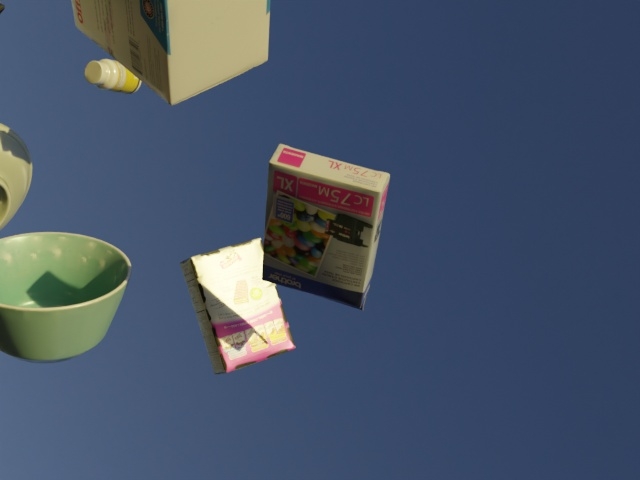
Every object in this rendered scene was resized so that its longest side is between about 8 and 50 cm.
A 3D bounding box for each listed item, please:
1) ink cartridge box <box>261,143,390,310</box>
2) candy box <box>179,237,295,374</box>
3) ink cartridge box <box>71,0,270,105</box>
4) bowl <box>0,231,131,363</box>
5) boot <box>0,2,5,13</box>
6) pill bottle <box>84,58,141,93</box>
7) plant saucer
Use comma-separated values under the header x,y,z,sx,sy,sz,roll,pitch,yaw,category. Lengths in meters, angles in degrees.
x,y,z,sx,sy,sz,roll,pitch,yaw,category
0.000,0.000,1.454,0.186,0.065,0.311,16,-45,10,ink cartridge box
-0.163,0.128,1.724,0.071,0.159,0.233,-21,-94,60,candy box
-0.202,-0.329,1.149,0.233,0.168,0.171,40,-34,27,ink cartridge box
-0.522,0.122,1.683,0.312,0.312,0.163,26,-58,36,bowl
-0.429,-0.319,1.019,0.161,0.246,0.083,46,-32,-14,boot
-0.431,-0.341,1.815,0.065,0.116,0.065,1,-88,28,pill bottle
-0.825,-0.089,1.994,0.100,0.401,0.400,43,-55,27,plant saucer
